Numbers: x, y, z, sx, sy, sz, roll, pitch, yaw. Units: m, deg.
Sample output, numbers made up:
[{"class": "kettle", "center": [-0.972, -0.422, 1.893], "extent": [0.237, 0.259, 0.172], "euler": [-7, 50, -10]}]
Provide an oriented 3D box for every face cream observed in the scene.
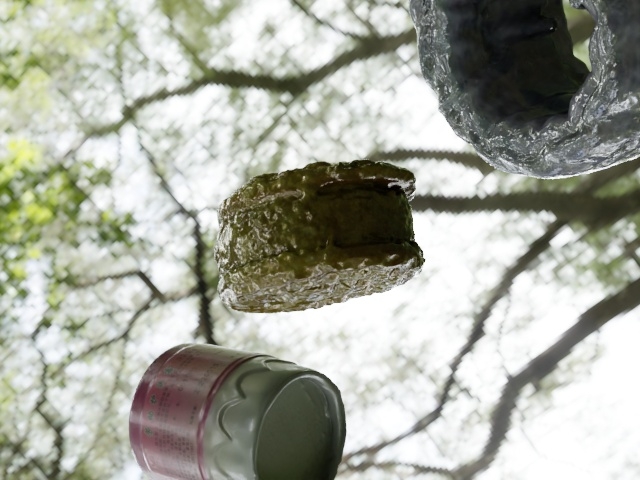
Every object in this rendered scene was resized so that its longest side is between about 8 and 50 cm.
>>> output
[{"class": "face cream", "center": [-0.094, 0.213, 1.612], "extent": [0.175, 0.194, 0.175], "euler": [-8, -79, -49]}]

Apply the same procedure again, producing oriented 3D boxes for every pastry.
[{"class": "pastry", "center": [0.000, 0.000, 1.227], "extent": [0.188, 0.188, 0.103], "euler": [6, -110, -52]}]

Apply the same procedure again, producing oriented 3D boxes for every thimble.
[{"class": "thimble", "center": [0.120, -0.105, 0.667], "extent": [0.097, 0.150, 0.150], "euler": [-15, -114, -33]}]
